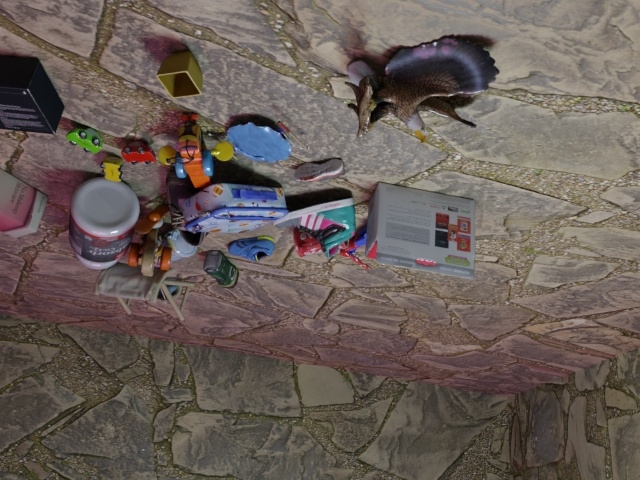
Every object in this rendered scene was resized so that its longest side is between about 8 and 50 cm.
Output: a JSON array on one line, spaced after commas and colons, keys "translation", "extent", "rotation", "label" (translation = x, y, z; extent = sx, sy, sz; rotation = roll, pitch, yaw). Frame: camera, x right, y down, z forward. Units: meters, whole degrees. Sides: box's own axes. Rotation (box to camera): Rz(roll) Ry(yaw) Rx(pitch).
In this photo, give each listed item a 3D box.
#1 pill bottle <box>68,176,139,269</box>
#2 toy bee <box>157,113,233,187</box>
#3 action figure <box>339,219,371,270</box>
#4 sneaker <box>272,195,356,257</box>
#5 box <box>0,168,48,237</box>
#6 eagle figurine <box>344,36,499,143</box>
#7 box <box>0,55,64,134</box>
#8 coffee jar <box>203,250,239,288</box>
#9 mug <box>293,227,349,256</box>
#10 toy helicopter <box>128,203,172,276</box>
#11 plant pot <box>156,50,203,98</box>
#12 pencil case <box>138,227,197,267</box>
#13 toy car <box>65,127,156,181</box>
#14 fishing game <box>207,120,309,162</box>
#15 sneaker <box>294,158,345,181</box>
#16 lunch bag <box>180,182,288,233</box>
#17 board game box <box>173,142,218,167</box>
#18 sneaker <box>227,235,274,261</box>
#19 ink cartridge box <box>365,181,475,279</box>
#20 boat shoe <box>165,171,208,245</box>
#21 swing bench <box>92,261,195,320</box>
[{"translation": [-0.737, -0.044, 2.052], "extent": [0.210, 0.210, 0.363], "rotation": [15, 152, -17], "label": "pill bottle"}, {"translation": [-0.332, -0.251, 1.644], "extent": [0.195, 0.162, 0.298], "rotation": [0, 170, -21], "label": "toy bee"}, {"translation": [0.169, 0.011, 2.093], "extent": [0.139, 0.091, 0.280], "rotation": [28, 147, -20], "label": "action figure"}, {"translation": [-0.009, -0.028, 1.951], "extent": [0.295, 0.178, 0.124], "rotation": [-11, -174, 30], "label": "sneaker"}, {"translation": [-1.057, -0.130, 2.017], "extent": [0.127, 0.149, 0.232], "rotation": [-11, 149, 28], "label": "box"}, {"translation": [0.218, -0.324, 1.377], "extent": [0.298, 0.225, 0.226], "rotation": [-21, -160, -11], "label": "eagle figurine"}, {"translation": [-0.820, -0.373, 1.543], "extent": [0.261, 0.103, 0.184], "rotation": [6, 156, 1], "label": "box"}, {"translation": [-0.393, 0.120, 2.425], "extent": [0.079, 0.096, 0.184], "rotation": [-1, 152, 19], "label": "coffee jar"}, {"translation": [0.003, 0.005, 2.068], "extent": [0.169, 0.150, 0.113], "rotation": [-8, 136, 17], "label": "mug"}, {"translation": [-0.552, 0.012, 1.991], "extent": [0.140, 0.235, 0.355], "rotation": [9, -168, -15], "label": "toy helicopter"}, {"translation": [-0.321, -0.393, 1.417], "extent": [0.081, 0.083, 0.081], "rotation": [-3, 151, 17], "label": "plant pot"}, {"translation": [-0.578, 0.034, 2.274], "extent": [0.124, 0.113, 0.273], "rotation": [14, 156, -42], "label": "pencil case"}, {"translation": [-0.621, -0.268, 1.760], "extent": [0.239, 0.053, 0.225], "rotation": [-19, 143, 39], "label": "toy car"}, {"translation": [-0.165, -0.273, 1.671], "extent": [0.264, 0.041, 0.189], "rotation": [-4, 152, 36], "label": "fishing game"}, {"translation": [0.001, -0.191, 1.775], "extent": [0.158, 0.061, 0.065], "rotation": [-6, 157, 23], "label": "sneaker"}, {"translation": [-0.260, -0.097, 1.850], "extent": [0.243, 0.115, 0.303], "rotation": [-18, 170, 42], "label": "lunch bag"}, {"translation": [-0.379, -0.229, 1.806], "extent": [0.133, 0.033, 0.168], "rotation": [17, 151, -21], "label": "board game box"}, {"translation": [-0.265, 0.040, 2.260], "extent": [0.209, 0.082, 0.069], "rotation": [-9, 151, 30], "label": "sneaker"}, {"translation": [0.300, -0.006, 1.836], "extent": [0.309, 0.272, 0.130], "rotation": [10, 153, -7], "label": "ink cartridge box"}, {"translation": [-0.421, -0.092, 1.976], "extent": [0.132, 0.130, 0.355], "rotation": [3, 153, 7], "label": "boat shoe"}, {"translation": [-0.645, 0.174, 2.240], "extent": [0.253, 0.165, 0.255], "rotation": [6, 158, 17], "label": "swing bench"}]
